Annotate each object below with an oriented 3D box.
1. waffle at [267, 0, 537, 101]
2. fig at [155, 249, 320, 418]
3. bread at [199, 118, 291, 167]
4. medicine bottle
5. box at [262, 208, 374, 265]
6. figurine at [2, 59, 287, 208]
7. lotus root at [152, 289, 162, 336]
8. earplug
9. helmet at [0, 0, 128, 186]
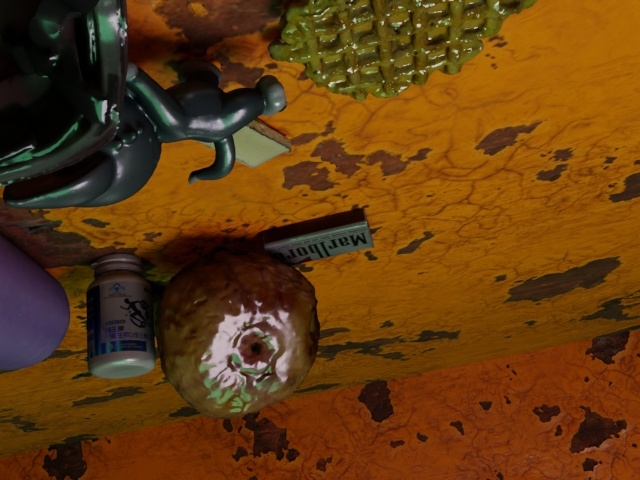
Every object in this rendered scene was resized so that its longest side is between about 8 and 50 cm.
[{"bbox_3d":[0.076,-0.215,0.667,0.243,0.058,0.238,8,152,-37],"label":"waffle"},{"bbox_3d":[-0.182,0.133,1.187,0.286,0.286,0.369,9,-172,-36],"label":"fig"},{"bbox_3d":[-0.105,-0.131,0.824,0.068,0.028,0.154,-23,154,29],"label":"bread"},{"bbox_3d":[-0.331,0.124,1.112,0.107,0.191,0.107,-8,157,-3],"label":"medicine bottle"},{"bbox_3d":[0.000,0.000,1.156,0.178,0.035,0.115,-13,157,7],"label":"box"},{"bbox_3d":[-0.174,-0.109,0.670,0.265,0.140,0.193,-5,-164,-23],"label":"figurine"},{"bbox_3d":[-0.326,0.135,1.281,0.089,0.080,0.179,7,157,18],"label":"lotus root"},{"bbox_3d":[-0.497,0.069,0.930,0.215,0.215,0.456,-10,161,1],"label":"earplug"},{"bbox_3d":[-0.267,-0.185,0.429,0.271,0.197,0.338,-15,148,-10],"label":"helmet"}]
